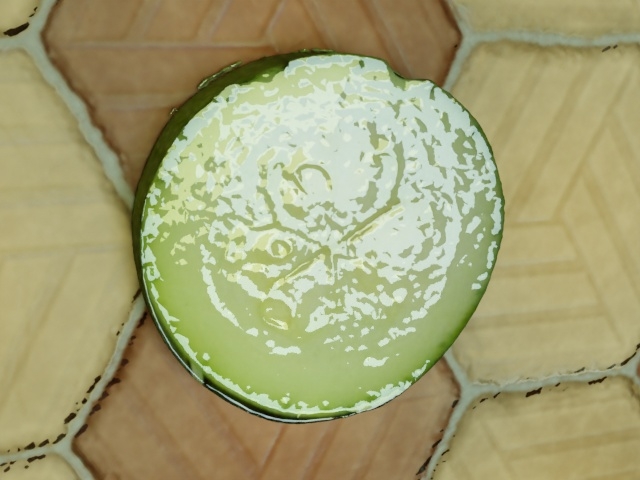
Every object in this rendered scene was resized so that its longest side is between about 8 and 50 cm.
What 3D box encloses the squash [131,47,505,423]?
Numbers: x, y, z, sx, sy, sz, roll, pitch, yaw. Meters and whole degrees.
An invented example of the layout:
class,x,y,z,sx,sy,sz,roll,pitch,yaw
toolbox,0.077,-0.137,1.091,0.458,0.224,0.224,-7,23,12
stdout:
class,x,y,z,sx,sy,sz,roll,pitch,yaw
squash,-0.001,-0.002,0.557,0.219,0.041,0.219,-4,106,-15
